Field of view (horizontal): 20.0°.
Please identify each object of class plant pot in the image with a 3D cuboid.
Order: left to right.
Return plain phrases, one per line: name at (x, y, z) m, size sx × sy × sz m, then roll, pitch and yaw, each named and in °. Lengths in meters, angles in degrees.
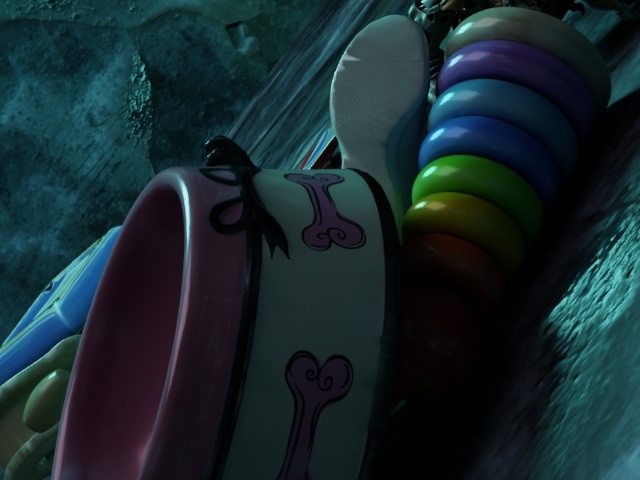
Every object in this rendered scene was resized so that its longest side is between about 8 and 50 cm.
plant pot at (-0.247, 0.131, 2.194) m, size 0.236 × 0.212 × 0.236 m, roll -37°, pitch 15°, yaw 43°

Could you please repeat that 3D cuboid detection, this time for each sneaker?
sneaker at (0.054, -0.076, 1.496) m, size 0.094 × 0.080 × 0.212 m, roll 31°, pitch -115°, yaw -68°

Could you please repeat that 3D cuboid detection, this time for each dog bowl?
dog bowl at (-0.089, 0.124, 1.375) m, size 0.408 × 0.150 × 0.408 m, roll -165°, pitch 90°, yaw -71°

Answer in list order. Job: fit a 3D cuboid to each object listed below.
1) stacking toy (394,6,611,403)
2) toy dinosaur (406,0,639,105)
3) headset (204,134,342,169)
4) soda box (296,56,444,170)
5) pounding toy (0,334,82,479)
stacking toy at (0.114, -0.021, 1.403) m, size 0.141 × 0.141 × 0.330 m, roll -38°, pitch 22°, yaw 56°
toy dinosaur at (0.145, -0.235, 1.646) m, size 0.322 × 0.164 × 0.218 m, roll 27°, pitch 115°, yaw 48°
headset at (0.000, 0.000, 1.671) m, size 0.243 × 0.185 × 0.394 m, roll -52°, pitch 21°, yaw 5°
soda box at (0.053, -0.107, 2.048) m, size 0.263 × 0.092 × 0.083 m, roll -52°, pitch 9°, yaw 8°
pounding toy at (-0.235, 0.199, 1.801) m, size 0.154 × 0.155 × 0.269 m, roll -44°, pitch -21°, yaw 12°
